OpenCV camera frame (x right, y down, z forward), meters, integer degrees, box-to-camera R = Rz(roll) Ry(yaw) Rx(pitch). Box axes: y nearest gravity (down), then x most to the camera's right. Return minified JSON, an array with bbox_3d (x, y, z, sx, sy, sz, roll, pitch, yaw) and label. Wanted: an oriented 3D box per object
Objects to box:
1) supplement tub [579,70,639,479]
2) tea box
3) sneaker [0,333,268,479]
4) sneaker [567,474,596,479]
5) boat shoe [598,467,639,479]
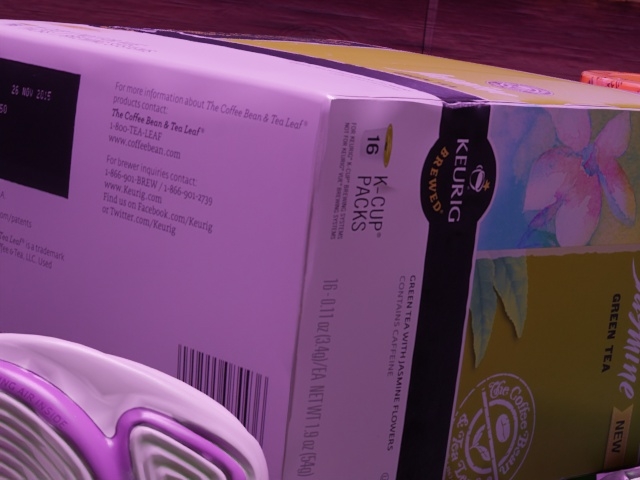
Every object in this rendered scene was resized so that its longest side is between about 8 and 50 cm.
[{"bbox_3d":[0.249,0.037,1.385,0.194,0.316,0.193,7,10,-1],"label":"supplement tub"},{"bbox_3d":[0.000,0.000,1.058,0.324,0.220,0.329,-3,14,-42],"label":"tea box"},{"bbox_3d":[-0.157,0.100,0.780,0.305,0.114,0.152,-6,-4,20],"label":"sneaker"},{"bbox_3d":[0.104,0.192,1.044,0.147,0.104,0.296,18,20,40],"label":"sneaker"},{"bbox_3d":[0.207,0.175,1.095,0.079,0.084,0.233,54,8,18],"label":"boat shoe"}]
